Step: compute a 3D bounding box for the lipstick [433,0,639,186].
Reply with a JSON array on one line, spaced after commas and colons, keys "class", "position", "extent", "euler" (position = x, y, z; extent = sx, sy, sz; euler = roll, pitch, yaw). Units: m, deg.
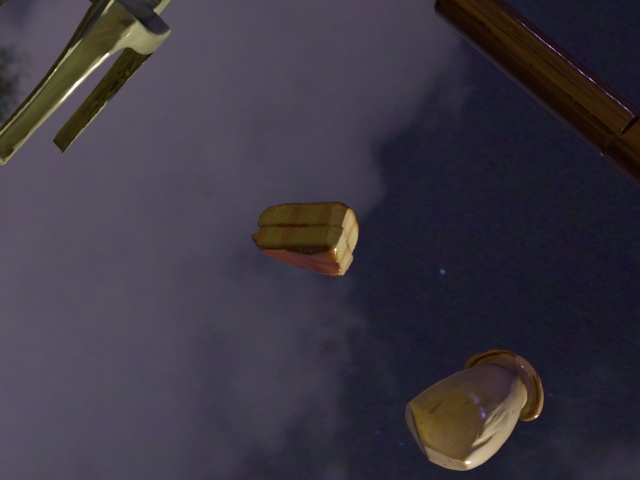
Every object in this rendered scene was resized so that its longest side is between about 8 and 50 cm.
[{"class": "lipstick", "position": [0.250, -0.131, 1.054], "extent": [0.357, 0.057, 0.057], "euler": [44, -75, 17]}]

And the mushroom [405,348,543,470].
[{"class": "mushroom", "position": [0.161, 0.175, 1.156], "extent": [0.097, 0.212, 0.088], "euler": [1, -73, 31]}]

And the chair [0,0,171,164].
[{"class": "chair", "position": [-0.200, -0.223, 0.875], "extent": [0.275, 0.203, 0.190], "euler": [-44, -87, 6]}]

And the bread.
[{"class": "bread", "position": [0.000, 0.000, 0.825], "extent": [0.109, 0.062, 0.043], "euler": [2, -113, 53]}]
